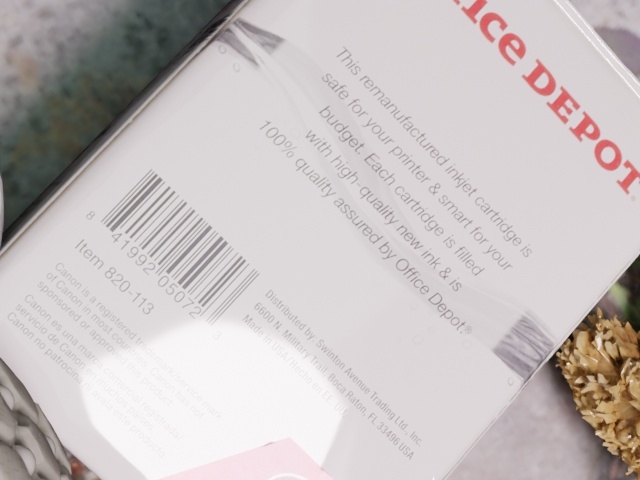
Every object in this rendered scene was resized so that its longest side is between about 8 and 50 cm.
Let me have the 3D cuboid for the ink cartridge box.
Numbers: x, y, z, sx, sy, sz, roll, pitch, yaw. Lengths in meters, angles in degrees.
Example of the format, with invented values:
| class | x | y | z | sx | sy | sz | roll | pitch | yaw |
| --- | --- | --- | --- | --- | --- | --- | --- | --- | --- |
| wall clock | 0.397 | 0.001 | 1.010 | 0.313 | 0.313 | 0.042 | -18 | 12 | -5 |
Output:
| class | x | y | z | sx | sy | sz | roll | pitch | yaw |
| --- | --- | --- | --- | --- | --- | --- | --- | --- | --- |
| ink cartridge box | 0.000 | 0.000 | 0.574 | 0.207 | 0.117 | 0.283 | 45 | 79 | -13 |

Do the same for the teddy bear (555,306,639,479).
| class | x | y | z | sx | sy | sz | roll | pitch | yaw |
| --- | --- | --- | --- | --- | --- | --- | --- | --- | --- |
| teddy bear | 0.241 | 0.082 | 0.674 | 0.245 | 0.113 | 0.338 | -15 | 88 | -24 |

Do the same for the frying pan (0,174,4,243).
| class | x | y | z | sx | sy | sz | roll | pitch | yaw |
| --- | --- | --- | --- | --- | --- | --- | --- | --- | --- |
| frying pan | -0.172 | -0.040 | 0.499 | 0.326 | 0.053 | 0.197 | -41 | 62 | -11 |

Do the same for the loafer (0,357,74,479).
| class | x | y | z | sx | sy | sz | roll | pitch | yaw |
| --- | --- | --- | --- | --- | --- | --- | --- | --- | --- |
| loafer | -0.131 | 0.128 | 0.452 | 0.111 | 0.319 | 0.112 | -20 | 57 | -7 |
